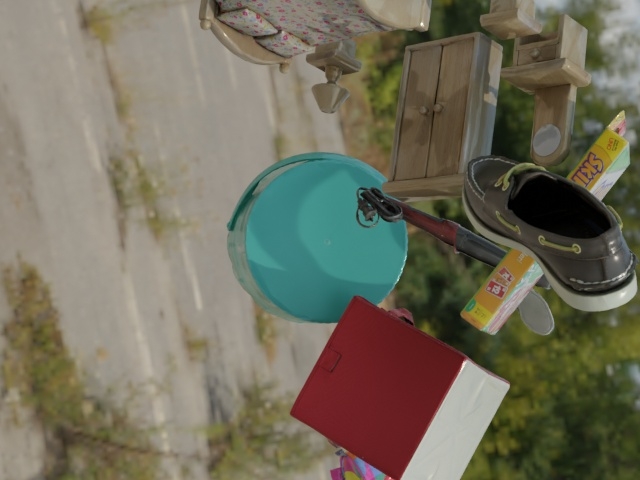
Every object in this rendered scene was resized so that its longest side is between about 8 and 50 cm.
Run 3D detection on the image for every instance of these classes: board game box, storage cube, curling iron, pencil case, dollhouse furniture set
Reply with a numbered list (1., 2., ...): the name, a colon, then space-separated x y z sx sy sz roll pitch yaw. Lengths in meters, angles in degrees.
1. board game box: 0.240 -0.014 1.408 0.039 0.259 0.124 36 3 14
2. storage cube: 0.112 0.213 1.867 0.215 0.193 0.184 -60 148 -3
3. curling iron: 0.163 0.002 1.722 0.068 0.274 0.035 -51 162 -49
4. pencil case: 0.137 0.353 2.302 0.104 0.236 0.104 45 -33 40
5. dollhouse furniture set: 0.046 -0.174 1.364 0.356 0.303 0.173 22 70 -45

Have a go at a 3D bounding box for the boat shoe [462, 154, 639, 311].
1. boat shoe: 0.184 -0.026 1.135 0.228 0.081 0.068 47 -24 54

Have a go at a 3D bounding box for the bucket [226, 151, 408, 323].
1. bucket: 0.000 0.000 2.060 0.183 0.281 0.281 178 -99 -83

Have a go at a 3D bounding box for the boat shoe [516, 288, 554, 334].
1. boat shoe: 0.311 0.096 2.044 0.038 0.046 0.125 29 15 -52
